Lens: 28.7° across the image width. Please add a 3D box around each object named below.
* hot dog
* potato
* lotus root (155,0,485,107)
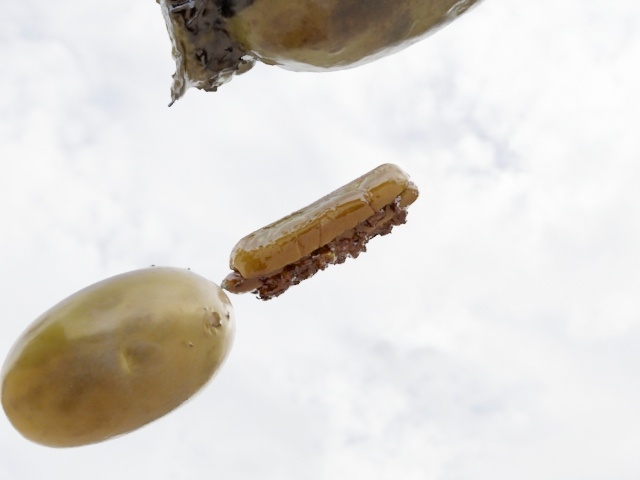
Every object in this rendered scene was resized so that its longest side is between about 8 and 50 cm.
[{"bbox_3d":[0.000,0.000,1.395,0.249,0.076,0.102,-28,-17,-7],"label":"hot dog"},{"bbox_3d":[-0.183,0.106,1.153,0.146,0.234,0.150,8,-58,52],"label":"potato"},{"bbox_3d":[0.028,-0.194,0.759,0.314,0.169,0.141,-26,-54,-9],"label":"lotus root"}]
